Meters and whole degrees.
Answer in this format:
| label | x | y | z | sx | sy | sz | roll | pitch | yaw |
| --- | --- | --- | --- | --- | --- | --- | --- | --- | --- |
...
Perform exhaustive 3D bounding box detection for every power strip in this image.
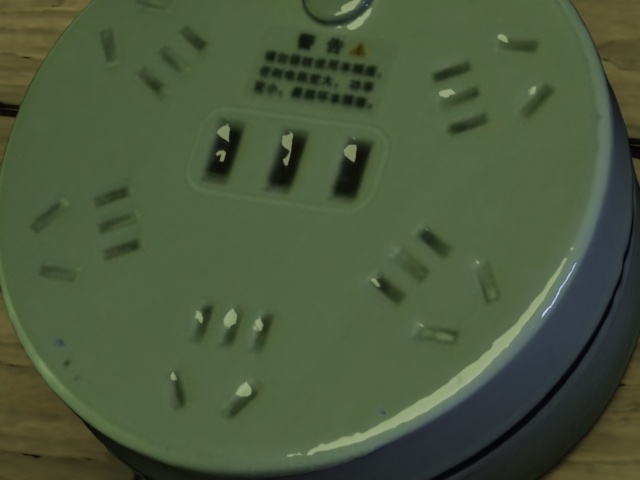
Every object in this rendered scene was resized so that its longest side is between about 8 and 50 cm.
| label | x | y | z | sx | sy | sz | roll | pitch | yaw |
| --- | --- | --- | --- | --- | --- | --- | --- | --- | --- |
| power strip | 0.000 | 0.000 | 1.033 | 0.358 | 0.161 | 0.357 | -7 | 63 | 14 |
